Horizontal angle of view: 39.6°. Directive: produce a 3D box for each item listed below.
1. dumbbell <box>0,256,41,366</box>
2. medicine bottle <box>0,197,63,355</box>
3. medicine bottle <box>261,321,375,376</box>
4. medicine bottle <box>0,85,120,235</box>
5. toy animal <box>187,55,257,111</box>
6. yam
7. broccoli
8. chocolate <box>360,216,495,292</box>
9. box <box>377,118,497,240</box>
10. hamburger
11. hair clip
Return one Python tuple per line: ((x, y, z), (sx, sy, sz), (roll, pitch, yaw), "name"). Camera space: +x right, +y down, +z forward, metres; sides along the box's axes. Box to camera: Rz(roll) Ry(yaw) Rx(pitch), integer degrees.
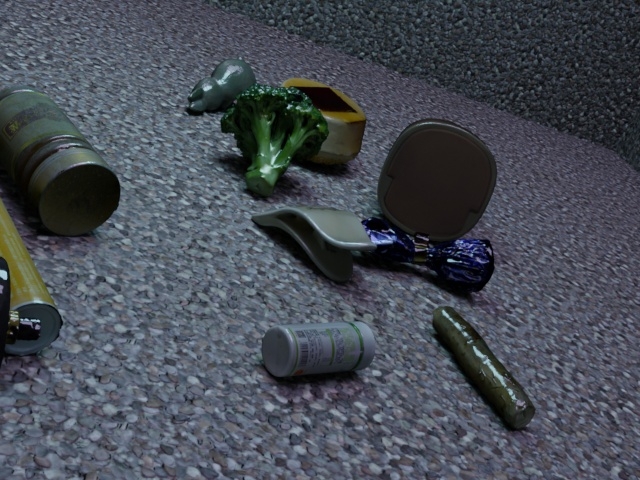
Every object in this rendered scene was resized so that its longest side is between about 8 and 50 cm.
((-0.529, 0.093, 1.054), (0.388, 0.185, 0.185), (8, 28, -31), "dumbbell")
((-0.503, 0.003, 1.358), (0.108, 0.108, 0.426), (3, 31, -39), "medicine bottle")
((-0.002, 0.179, 1.479), (0.183, 0.086, 0.086), (3, 31, -40), "medicine bottle")
((-0.504, -0.156, 1.640), (0.151, 0.151, 0.322), (0, 32, -42), "medicine bottle")
((-0.292, -0.414, 2.446), (0.251, 0.125, 0.127), (-29, 81, -42), "toy animal")
((0.301, 0.230, 1.678), (0.067, 0.071, 0.317), (-24, 40, -10), "yam")
((-0.121, -0.228, 2.108), (0.254, 0.269, 0.269), (16, 24, -6), "broccoli")
((0.209, 0.022, 1.990), (0.343, 0.126, 0.148), (13, 33, -8), "chocolate")
((0.290, -0.165, 2.254), (0.301, 0.301, 0.216), (23, 15, -1), "box")
((-0.016, -0.312, 2.413), (0.302, 0.170, 0.302), (19, 28, -11), "hamburger")
((0.003, -0.019, 1.873), (0.172, 0.113, 0.282), (2, 30, -40), "hair clip")
